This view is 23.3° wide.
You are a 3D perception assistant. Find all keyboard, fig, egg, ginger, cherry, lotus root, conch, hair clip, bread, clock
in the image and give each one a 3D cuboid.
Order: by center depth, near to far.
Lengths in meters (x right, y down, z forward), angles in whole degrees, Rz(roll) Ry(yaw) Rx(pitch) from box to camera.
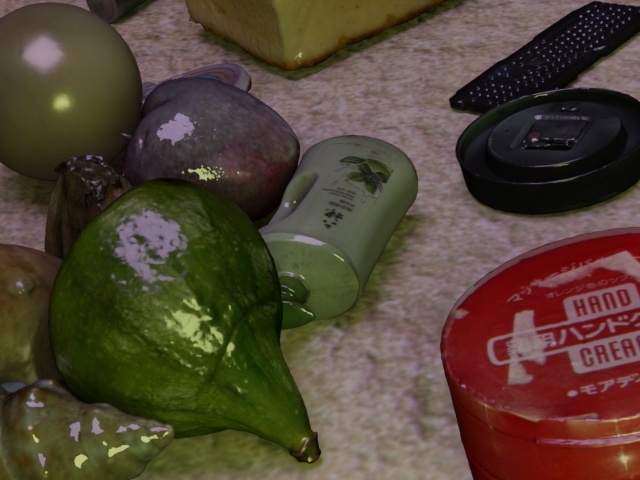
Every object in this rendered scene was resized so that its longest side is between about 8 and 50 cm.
[{"bbox_3d":[-0.276,0.153,1.133,0.386,0.170,0.203,3,7,24],"label":"conch"},{"bbox_3d":[-0.080,0.071,1.184,0.235,0.203,0.203,27,45,22],"label":"fig"},{"bbox_3d":[-0.343,0.059,1.324,0.244,0.155,0.304,-27,31,-28],"label":"ginger"},{"bbox_3d":[-0.189,-0.008,1.404,0.070,0.144,0.143,-26,39,-36],"label":"lotus root"},{"bbox_3d":[0.219,-0.084,1.446,0.184,0.040,0.184,-11,30,6],"label":"clock"},{"bbox_3d":[-0.108,-0.079,1.487,0.176,0.140,0.176,9,36,-7],"label":"cherry"},{"bbox_3d":[-0.284,-0.161,1.651,0.186,0.186,0.242,-20,29,-10],"label":"egg"},{"bbox_3d":[0.249,-0.197,1.653,0.106,0.016,0.262,17,41,42],"label":"keyboard"},{"bbox_3d":[-0.138,-0.146,1.713,0.140,0.054,0.220,-24,26,-5],"label":"hair clip"},{"bbox_3d":[-0.011,-0.363,1.864,0.279,0.207,0.279,-26,32,-20],"label":"bread"}]

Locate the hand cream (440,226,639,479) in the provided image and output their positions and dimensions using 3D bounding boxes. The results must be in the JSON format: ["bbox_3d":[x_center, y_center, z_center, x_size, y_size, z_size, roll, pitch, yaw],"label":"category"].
[{"bbox_3d":[0.198,0.106,1.017,0.230,0.149,0.230,-12,31,7],"label":"hand cream"}]

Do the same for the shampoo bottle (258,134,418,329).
[{"bbox_3d":[0.000,0.000,1.348,0.118,0.087,0.234,3,33,21],"label":"shampoo bottle"}]

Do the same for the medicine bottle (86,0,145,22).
[{"bbox_3d":[-0.234,-0.362,2.114,0.057,0.058,0.199,10,37,36],"label":"medicine bottle"}]
